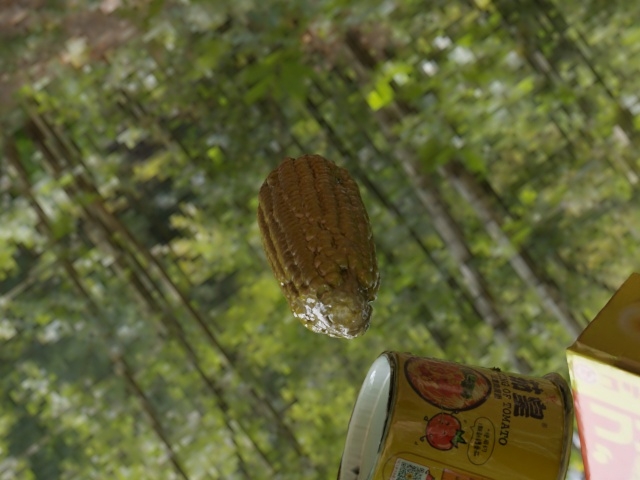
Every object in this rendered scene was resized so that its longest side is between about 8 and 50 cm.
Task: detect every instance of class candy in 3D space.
[{"bbox_3d":[0.262,0.164,1.102,0.146,0.276,0.088,19,-130,38],"label":"candy"}]

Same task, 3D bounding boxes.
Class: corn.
[{"bbox_3d":[0.000,0.000,1.363,0.097,0.097,0.262,-36,-155,9],"label":"corn"}]

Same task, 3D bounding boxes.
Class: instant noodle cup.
[{"bbox_3d":[0.099,0.172,1.285,0.182,0.144,0.182,-163,-90,-81],"label":"instant noodle cup"}]
